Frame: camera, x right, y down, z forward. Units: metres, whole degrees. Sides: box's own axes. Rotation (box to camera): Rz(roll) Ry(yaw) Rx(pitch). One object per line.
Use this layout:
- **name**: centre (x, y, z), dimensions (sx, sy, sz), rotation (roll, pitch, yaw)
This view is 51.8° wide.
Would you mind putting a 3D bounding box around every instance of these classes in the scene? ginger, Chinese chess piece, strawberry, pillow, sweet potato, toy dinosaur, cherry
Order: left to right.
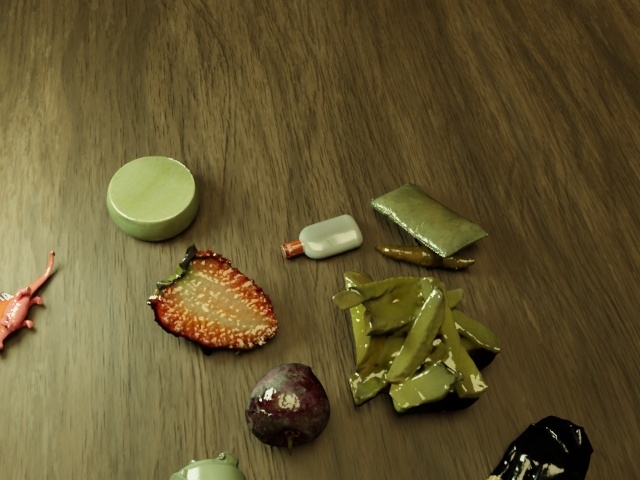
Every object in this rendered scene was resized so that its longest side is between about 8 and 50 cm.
- **toy dinosaur**: centre (-0.776, 0.150, 1.661), dimensions (0.139, 0.070, 0.286), rotation (-4, 53, 20)
- **Chinese chess piece**: centre (-0.459, -0.116, 1.819), dimensions (0.251, 0.101, 0.250), rotation (2, 57, -3)
- **strawberry**: centre (-0.264, 0.172, 1.654), dimensions (0.306, 0.138, 0.233), rotation (39, 80, -9)
- **cherry**: centre (-0.075, 0.372, 1.494), dimensions (0.195, 0.195, 0.195), rotation (2, 57, -3)
- **ginger**: centre (0.220, 0.222, 1.538), dimensions (0.414, 0.211, 0.358), rotation (18, 60, 9)
- **sweet potato**: centre (0.282, 0.041, 1.801), dimensions (0.274, 0.067, 0.067), rotation (9, 57, 6)
- **pillow**: centre (0.297, -0.065, 1.838), dimensions (0.185, 0.074, 0.302), rotation (-26, 49, -33)

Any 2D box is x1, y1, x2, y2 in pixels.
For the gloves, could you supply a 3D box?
- **gloves**: centre (0.475, 0.530, 1.464), dimensions (0.197, 0.152, 0.301), rotation (14, 68, 37)

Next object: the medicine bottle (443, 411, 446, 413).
- **medicine bottle**: centre (0.278, 0.305, 1.637), dimensions (0.201, 0.052, 0.171), rotation (37, 63, 20)

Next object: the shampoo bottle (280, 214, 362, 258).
- **shampoo bottle**: centre (0.000, 0.000, 1.810), dimensions (0.221, 0.051, 0.108), rotation (-17, 63, -15)

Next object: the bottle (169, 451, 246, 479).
- **bottle**: centre (-0.211, 0.592, 1.314), dimensions (0.229, 0.229, 0.351), rotation (-3, 44, -6)
